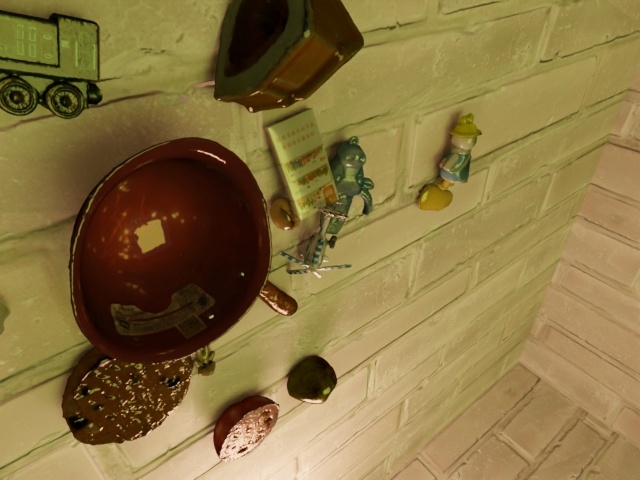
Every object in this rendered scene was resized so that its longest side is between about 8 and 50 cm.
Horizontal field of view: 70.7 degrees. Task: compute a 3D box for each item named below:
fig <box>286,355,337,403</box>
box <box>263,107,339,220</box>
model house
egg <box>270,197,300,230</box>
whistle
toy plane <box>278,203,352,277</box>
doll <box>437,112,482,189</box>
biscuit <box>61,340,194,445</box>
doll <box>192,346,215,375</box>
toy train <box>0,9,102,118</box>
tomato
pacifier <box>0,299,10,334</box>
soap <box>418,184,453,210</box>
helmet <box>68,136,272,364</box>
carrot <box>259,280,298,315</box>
[{"bbox_3d":[-0.029,0.457,1.468,0.165,0.154,0.144,-12,149,0],"label":"fig"},{"bbox_3d":[-0.037,-0.168,1.008,0.122,0.032,0.220,-31,117,-26],"label":"box"},{"bbox_3d":[-0.050,-0.350,0.835,0.268,0.173,0.239,-34,163,27],"label":"model house"},{"bbox_3d":[-0.083,-0.064,1.061,0.071,0.071,0.083,-39,129,-16],"label":"egg"},{"bbox_3d":[0.052,-0.131,1.126,0.180,0.093,0.269,2,119,-18],"label":"whistle"},{"bbox_3d":[-0.011,-0.003,1.129,0.273,0.182,0.107,82,13,-47],"label":"toy plane"},{"bbox_3d":[0.428,-0.268,1.388,0.135,0.099,0.241,-5,124,-15],"label":"doll"},{"bbox_3d":[-0.425,0.325,1.013,0.296,0.075,0.296,-20,127,-29],"label":"biscuit"},{"bbox_3d":[-0.300,0.307,1.161,0.061,0.051,0.093,-23,103,-30],"label":"doll"},{"bbox_3d":[-0.412,-0.239,0.600,0.225,0.090,0.137,-7,116,-41],"label":"toy train"},{"bbox_3d":[-0.230,0.556,1.370,0.225,0.085,0.225,-28,135,-32],"label":"tomato"},{"bbox_3d":[-0.561,0.135,0.749,0.068,0.064,0.083,20,104,-32],"label":"pacifier"},{"bbox_3d":[0.375,-0.135,1.483,0.168,0.033,0.089,8,114,-47],"label":"soap"},{"bbox_3d":[-0.282,-0.004,0.786,0.337,0.230,0.385,-18,121,-37],"label":"helmet"},{"bbox_3d":[-0.122,0.152,1.195,0.060,0.060,0.186,-50,138,-3],"label":"carrot"}]
